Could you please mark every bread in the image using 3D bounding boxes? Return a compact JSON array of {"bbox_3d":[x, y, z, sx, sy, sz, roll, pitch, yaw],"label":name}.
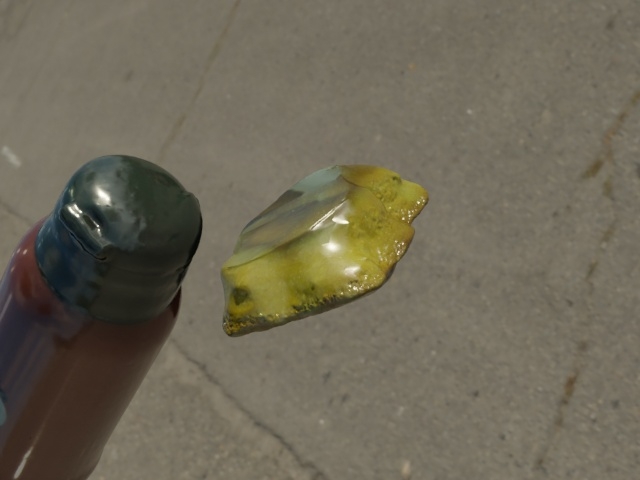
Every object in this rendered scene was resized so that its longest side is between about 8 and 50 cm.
[{"bbox_3d":[0.000,0.000,0.991,0.161,0.088,0.233,-26,18,23],"label":"bread"}]

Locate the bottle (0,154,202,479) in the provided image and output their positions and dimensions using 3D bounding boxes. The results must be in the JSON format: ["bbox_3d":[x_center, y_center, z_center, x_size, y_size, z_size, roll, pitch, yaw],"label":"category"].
[{"bbox_3d":[-0.195,0.074,0.892,0.336,0.144,0.144,-54,21,41],"label":"bottle"}]
